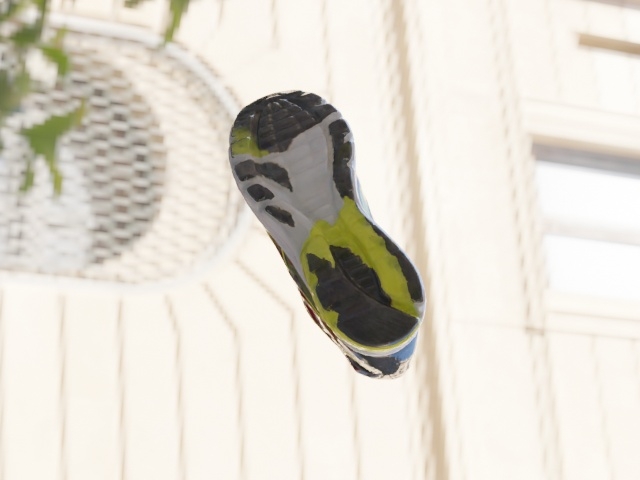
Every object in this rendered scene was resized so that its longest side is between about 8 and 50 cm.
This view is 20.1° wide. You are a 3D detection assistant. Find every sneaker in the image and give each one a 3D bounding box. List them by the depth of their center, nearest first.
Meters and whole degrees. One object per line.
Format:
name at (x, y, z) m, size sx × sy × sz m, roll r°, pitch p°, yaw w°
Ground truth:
sneaker at (0.000, 0.000, 0.436) m, size 0.035 × 0.031 × 0.083 m, roll 83°, pitch -14°, yaw -55°
